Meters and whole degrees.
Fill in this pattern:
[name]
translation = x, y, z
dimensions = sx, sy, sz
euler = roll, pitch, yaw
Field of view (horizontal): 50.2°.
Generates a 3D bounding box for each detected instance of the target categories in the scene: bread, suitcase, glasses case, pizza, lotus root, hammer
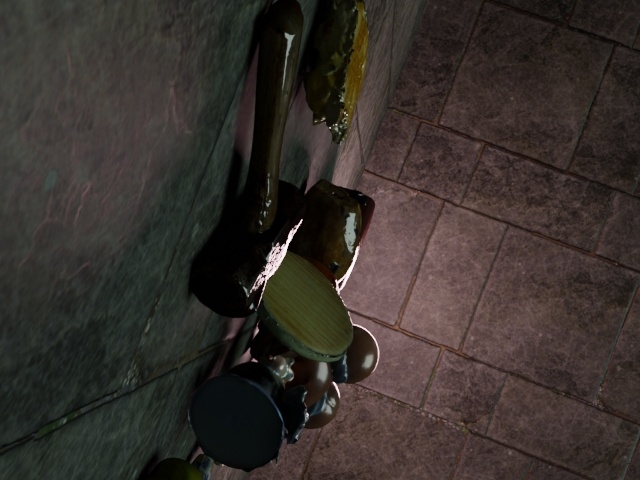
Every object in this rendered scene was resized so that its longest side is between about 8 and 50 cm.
[bread]
translation = -0.041, 0.120, 1.291
dimensions = 0.040, 0.267, 0.267
euler = -43, -174, 24
[suitcase]
translation = 0.050, -0.009, 2.113
dimensions = 0.297, 0.161, 0.236
euler = -64, 172, -52
[glasses case]
translation = -0.286, 0.553, 1.390
dimensions = 0.248, 0.065, 0.087
euler = -65, 172, -47
[pizza]
translation = 0.027, -0.292, 1.186
dimensions = 0.323, 0.089, 0.223
euler = 41, 64, -83
[lotus root]
translation = 0.009, 0.002, 1.669
dimensions = 0.193, 0.193, 0.291
euler = -60, 169, -61
[hammer]
translation = -0.070, -0.111, 0.911
dimensions = 0.242, 0.095, 0.409
euler = -62, 169, -50

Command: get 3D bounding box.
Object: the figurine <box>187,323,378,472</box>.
[figurine]
translation = -0.062, 0.293, 1.380
dimensions = 0.277, 0.248, 0.388
euler = -51, 175, 22

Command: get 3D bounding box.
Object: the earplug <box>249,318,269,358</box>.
[earplug]
translation = -0.094, 0.272, 1.771
dimensions = 0.257, 0.163, 0.280
euler = -74, 172, -71

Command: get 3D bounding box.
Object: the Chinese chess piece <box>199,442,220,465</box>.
[Chinese chess piece]
translation = -0.184, 0.417, 1.532
dimensions = 0.188, 0.083, 0.188
euler = -42, 167, -12

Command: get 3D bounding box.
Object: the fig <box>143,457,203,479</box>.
[fig]
translation = -0.243, 0.430, 1.100
dimensions = 0.136, 0.120, 0.153
euler = 55, 32, -77

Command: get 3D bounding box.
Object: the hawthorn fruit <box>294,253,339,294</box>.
[hawthorn fruit]
translation = -0.050, 0.115, 1.534
dimensions = 0.173, 0.179, 0.174
euler = 175, -90, -79
